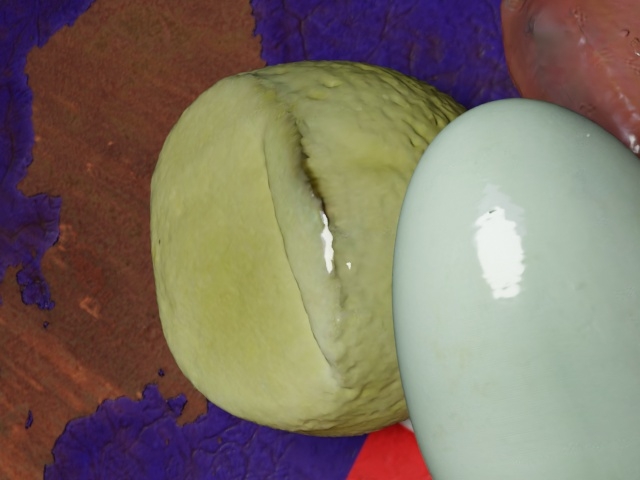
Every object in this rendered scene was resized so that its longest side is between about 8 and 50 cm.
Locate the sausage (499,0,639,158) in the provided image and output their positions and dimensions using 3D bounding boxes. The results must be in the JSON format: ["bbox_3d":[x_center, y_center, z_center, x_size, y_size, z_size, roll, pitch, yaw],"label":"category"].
[{"bbox_3d":[0.236,-0.113,0.954,0.152,0.152,0.280,-37,56,22],"label":"sausage"}]

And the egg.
[{"bbox_3d":[0.167,0.081,0.841,0.230,0.230,0.371,-5,112,36],"label":"egg"}]

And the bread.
[{"bbox_3d":[0.009,0.002,1.042,0.320,0.237,0.321,-15,70,48],"label":"bread"}]
